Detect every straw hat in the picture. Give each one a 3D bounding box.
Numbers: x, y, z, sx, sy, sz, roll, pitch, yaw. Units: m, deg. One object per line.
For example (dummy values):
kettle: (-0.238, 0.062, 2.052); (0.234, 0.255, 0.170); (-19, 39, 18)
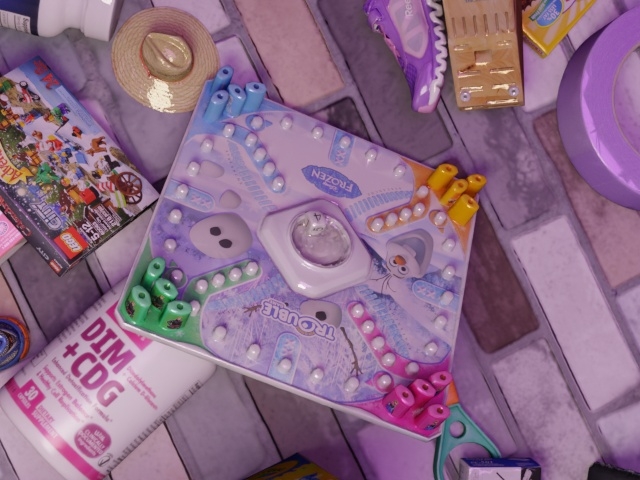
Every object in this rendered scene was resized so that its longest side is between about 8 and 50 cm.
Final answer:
straw hat: (-0.193, -0.235, 1.407); (0.144, 0.061, 0.145); (1, 86, -9)

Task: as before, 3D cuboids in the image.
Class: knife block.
knife block: (0.219, -0.342, 1.466); (0.088, 0.242, 0.276); (-3, 124, 16)

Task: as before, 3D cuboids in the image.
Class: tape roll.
tape roll: (0.462, -0.178, 1.496); (0.274, 0.090, 0.275); (1, 86, -10)

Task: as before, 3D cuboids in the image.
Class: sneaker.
sneaker: (-0.461, 0.136, 1.318); (0.221, 0.087, 0.083); (-18, 87, -11)
sneaker: (0.109, -0.279, 1.451); (0.104, 0.095, 0.237); (-4, 81, -3)

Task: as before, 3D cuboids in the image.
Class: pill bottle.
pill bottle: (-0.224, 0.142, 1.319); (0.283, 0.160, 0.160); (-43, 93, -10)
pill bottle: (-0.368, -0.332, 1.341); (0.264, 0.153, 0.153); (13, 83, -9)

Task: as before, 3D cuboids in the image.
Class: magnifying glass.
magnifying glass: (0.174, 0.236, 1.445); (0.092, 0.026, 0.231); (-16, 87, -10)

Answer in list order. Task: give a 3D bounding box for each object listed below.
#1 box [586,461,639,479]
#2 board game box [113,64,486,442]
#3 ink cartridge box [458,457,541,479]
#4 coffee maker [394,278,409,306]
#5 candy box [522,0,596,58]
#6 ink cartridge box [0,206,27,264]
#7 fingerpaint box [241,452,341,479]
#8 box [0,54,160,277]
box: (0.549, 0.561, 1.347); (0.471, 0.297, 0.480); (13, 83, -6)
board game box: (0.000, 0.000, 1.323); (0.389, 0.050, 0.390); (22, 52, -9)
ink cartridge box: (0.224, 0.382, 1.415); (0.097, 0.046, 0.207); (2, 94, -10)
coffee maker: (0.017, 0.067, 1.386); (0.178, 0.120, 0.171); (14, 82, -8)
candy box: (0.334, -0.357, 1.521); (0.105, 0.027, 0.206); (42, 80, -6)
ink cartridge box: (-0.459, -0.042, 1.344); (0.115, 0.067, 0.198); (-43, 94, -11)
fingerpaint box: (-0.127, 0.385, 1.170); (0.371, 0.445, 0.163); (-24, 88, -10)
box: (-0.328, -0.092, 1.349); (0.233, 0.044, 0.159); (49, 53, -3)
